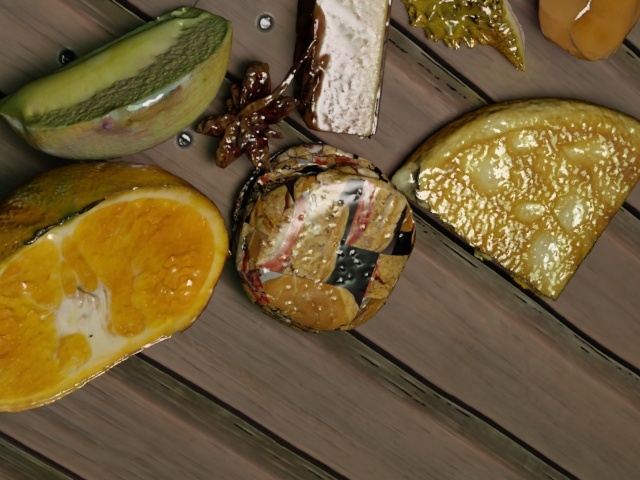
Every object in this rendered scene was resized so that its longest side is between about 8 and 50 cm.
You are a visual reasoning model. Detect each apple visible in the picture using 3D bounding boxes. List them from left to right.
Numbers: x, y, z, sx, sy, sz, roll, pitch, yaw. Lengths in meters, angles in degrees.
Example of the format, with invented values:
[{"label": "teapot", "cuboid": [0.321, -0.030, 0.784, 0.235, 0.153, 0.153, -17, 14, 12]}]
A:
[{"label": "apple", "cuboid": [-0.205, -0.152, 1.597, 0.265, 0.193, 0.120, -30, 119, -13]}]

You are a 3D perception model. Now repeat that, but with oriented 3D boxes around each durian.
[{"label": "durian", "cuboid": [0.188, -0.281, 1.746, 0.140, 0.078, 0.224, -47, 110, -3]}]

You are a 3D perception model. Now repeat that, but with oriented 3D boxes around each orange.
[{"label": "orange", "cuboid": [-0.256, 0.040, 1.584, 0.310, 0.274, 0.274, -10, 106, 6]}]

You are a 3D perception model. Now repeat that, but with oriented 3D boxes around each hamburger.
[{"label": "hamburger", "cuboid": [0.000, 0.000, 1.739, 0.231, 0.107, 0.231, -7, 112, -18]}]

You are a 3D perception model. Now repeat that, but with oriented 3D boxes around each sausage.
[{"label": "sausage", "cuboid": [0.343, -0.338, 1.762, 0.136, 0.120, 0.241, 6, 105, -53]}]

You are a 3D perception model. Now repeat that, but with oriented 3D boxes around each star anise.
[{"label": "star anise", "cuboid": [-0.064, -0.160, 1.674, 0.097, 0.070, 0.191, 45, 102, 22]}]

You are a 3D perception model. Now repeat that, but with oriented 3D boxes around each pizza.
[{"label": "pizza", "cuboid": [0.259, -0.098, 1.809, 0.258, 0.087, 0.268, 38, 88, -17]}]

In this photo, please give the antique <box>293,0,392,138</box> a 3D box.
[{"label": "antique", "cuboid": [0.029, -0.277, 1.692, 0.093, 0.087, 0.310, 2, 102, -16]}]
